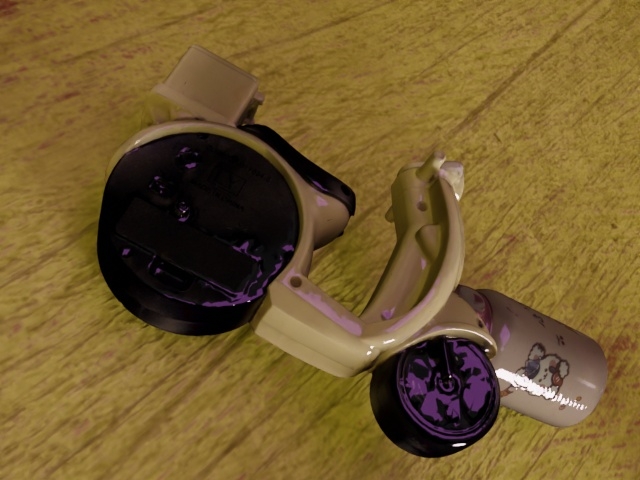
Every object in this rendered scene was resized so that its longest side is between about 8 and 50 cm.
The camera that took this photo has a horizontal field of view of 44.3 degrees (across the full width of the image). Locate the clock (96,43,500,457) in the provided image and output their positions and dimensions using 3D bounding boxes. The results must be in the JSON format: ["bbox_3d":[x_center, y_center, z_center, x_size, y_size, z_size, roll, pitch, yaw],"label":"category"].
[{"bbox_3d":[0.000,0.000,0.692,0.379,0.120,0.276,27,58,-7],"label":"clock"}]

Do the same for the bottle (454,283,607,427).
[{"bbox_3d":[0.183,0.112,0.822,0.233,0.110,0.109,26,52,-25],"label":"bottle"}]
